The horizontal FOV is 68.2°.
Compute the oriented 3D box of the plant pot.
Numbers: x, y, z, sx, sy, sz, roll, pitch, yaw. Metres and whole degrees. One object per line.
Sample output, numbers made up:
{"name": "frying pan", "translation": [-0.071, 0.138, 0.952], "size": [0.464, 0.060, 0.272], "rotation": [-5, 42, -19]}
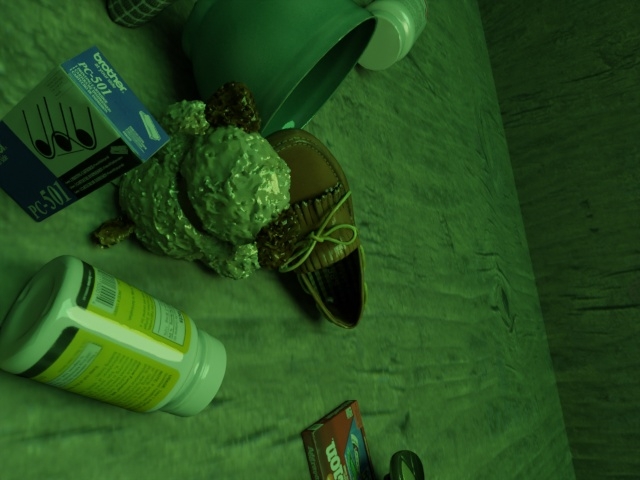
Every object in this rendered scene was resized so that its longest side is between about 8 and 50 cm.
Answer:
{"name": "plant pot", "translation": [-0.083, -0.285, 0.725], "size": [0.196, 0.293, 0.293], "rotation": [42, 41, -2]}

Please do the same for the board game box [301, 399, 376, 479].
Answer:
{"name": "board game box", "translation": [0.051, 0.441, 0.817], "size": [0.145, 0.027, 0.282], "rotation": [-10, 85, -54]}

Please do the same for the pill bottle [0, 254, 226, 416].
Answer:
{"name": "pill bottle", "translation": [-0.210, 0.113, 0.507], "size": [0.208, 0.119, 0.119], "rotation": [40, 48, -39]}

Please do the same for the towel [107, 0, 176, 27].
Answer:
{"name": "towel", "translation": [-0.177, -0.443, 0.663], "size": [0.121, 0.234, 0.284], "rotation": [46, 46, -37]}

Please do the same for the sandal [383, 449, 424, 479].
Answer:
{"name": "sandal", "translation": [0.154, 0.482, 0.864], "size": [0.303, 0.086, 0.120], "rotation": [71, 14, -46]}

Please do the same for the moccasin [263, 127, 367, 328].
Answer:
{"name": "moccasin", "translation": [-0.003, 0.001, 0.737], "size": [0.147, 0.139, 0.380], "rotation": [-109, -175, -49]}

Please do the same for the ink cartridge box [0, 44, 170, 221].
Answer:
{"name": "ink cartridge box", "translation": [-0.247, -0.091, 0.455], "size": [0.097, 0.207, 0.046], "rotation": [55, 40, -26]}

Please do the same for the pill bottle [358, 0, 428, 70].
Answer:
{"name": "pill bottle", "translation": [0.183, -0.569, 1.258], "size": [0.160, 0.160, 0.283], "rotation": [56, 39, -24]}

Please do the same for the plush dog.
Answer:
{"name": "plush dog", "translation": [-0.136, -0.061, 0.578], "size": [0.210, 0.225, 0.263], "rotation": [-31, 103, -54]}
